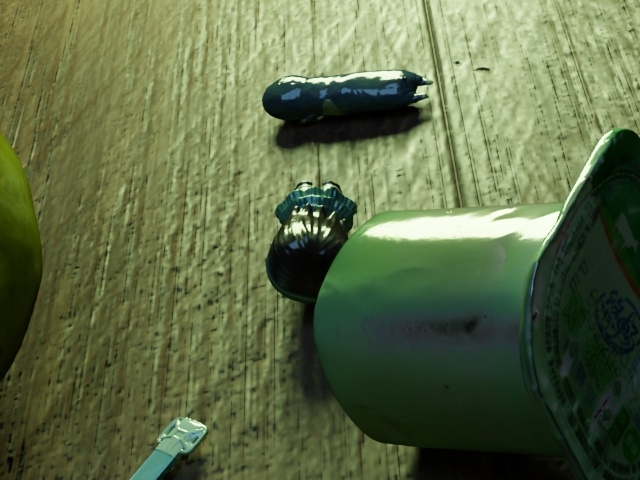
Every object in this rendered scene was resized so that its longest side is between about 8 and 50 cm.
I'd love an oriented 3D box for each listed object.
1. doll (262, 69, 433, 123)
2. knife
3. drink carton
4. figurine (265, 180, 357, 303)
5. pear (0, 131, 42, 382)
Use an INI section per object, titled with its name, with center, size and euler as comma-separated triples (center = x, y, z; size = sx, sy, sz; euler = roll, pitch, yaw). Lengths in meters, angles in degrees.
[doll]
center = 0.017, -0.100, 0.999
size = 0.125, 0.027, 0.037
euler = 0, 41, 24
[knife]
center = -0.095, 0.131, 0.770
size = 0.027, 0.010, 0.096
euler = 14, 51, 39
[drink carton]
center = 0.085, 0.044, 0.684
size = 0.142, 0.146, 0.144
euler = -2, 39, 39
[figurine]
center = 0.000, 0.000, 0.864
size = 0.060, 0.047, 0.106
euler = 17, 31, -6
[pear]
center = -0.300, 0.001, 0.842
size = 0.253, 0.253, 0.307
euler = -39, 42, -22
